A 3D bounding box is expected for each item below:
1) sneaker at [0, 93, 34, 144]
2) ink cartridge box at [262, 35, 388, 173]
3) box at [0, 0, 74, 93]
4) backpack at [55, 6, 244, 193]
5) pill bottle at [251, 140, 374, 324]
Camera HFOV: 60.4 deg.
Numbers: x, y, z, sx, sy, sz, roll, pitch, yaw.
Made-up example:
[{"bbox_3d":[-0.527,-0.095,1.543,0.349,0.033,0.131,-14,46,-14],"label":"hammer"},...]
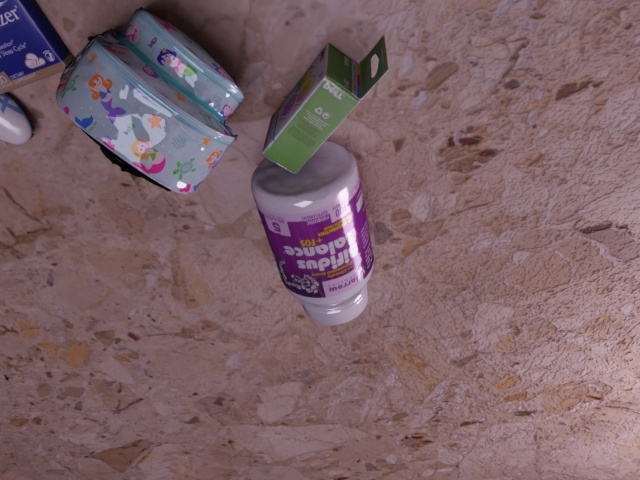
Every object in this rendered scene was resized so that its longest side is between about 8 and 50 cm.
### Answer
[{"bbox_3d":[-0.555,-0.221,0.832,0.085,0.086,0.237,-35,122,28],"label":"sneaker"},{"bbox_3d":[0.003,-0.205,0.783,0.062,0.109,0.209,30,127,-22],"label":"ink cartridge box"},{"bbox_3d":[-0.469,-0.325,0.765,0.136,0.037,0.225,-13,128,16],"label":"box"},{"bbox_3d":[-0.217,-0.182,0.730,0.225,0.254,0.191,37,105,-24],"label":"backpack"},{"bbox_3d":[0.000,0.000,0.927,0.169,0.169,0.302,-6,131,10],"label":"pill bottle"}]
